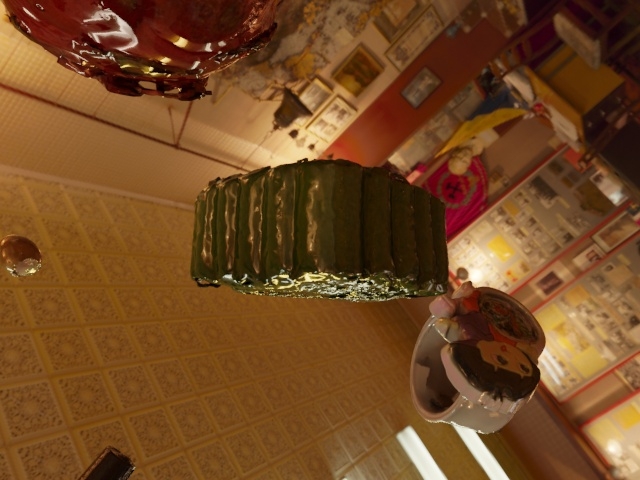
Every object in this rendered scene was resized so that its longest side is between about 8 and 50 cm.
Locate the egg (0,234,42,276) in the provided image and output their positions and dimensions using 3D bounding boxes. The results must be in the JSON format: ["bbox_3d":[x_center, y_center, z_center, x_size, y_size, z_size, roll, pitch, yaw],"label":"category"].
[{"bbox_3d":[-0.643,0.030,1.042,0.096,0.080,0.080,51,-161,24],"label":"egg"}]

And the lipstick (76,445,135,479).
[{"bbox_3d":[-0.473,0.530,0.909,0.081,0.081,0.300,43,-117,-12],"label":"lipstick"}]

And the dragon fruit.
[{"bbox_3d":[-0.151,-0.296,0.439,0.295,0.301,0.296,38,-157,-19],"label":"dragon fruit"}]

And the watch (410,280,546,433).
[{"bbox_3d":[0.231,0.211,0.802,0.196,0.231,0.244,21,-143,-13],"label":"watch"}]

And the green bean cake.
[{"bbox_3d":[0.000,0.000,0.471,0.200,0.214,0.113,14,-104,-50],"label":"green bean cake"}]
